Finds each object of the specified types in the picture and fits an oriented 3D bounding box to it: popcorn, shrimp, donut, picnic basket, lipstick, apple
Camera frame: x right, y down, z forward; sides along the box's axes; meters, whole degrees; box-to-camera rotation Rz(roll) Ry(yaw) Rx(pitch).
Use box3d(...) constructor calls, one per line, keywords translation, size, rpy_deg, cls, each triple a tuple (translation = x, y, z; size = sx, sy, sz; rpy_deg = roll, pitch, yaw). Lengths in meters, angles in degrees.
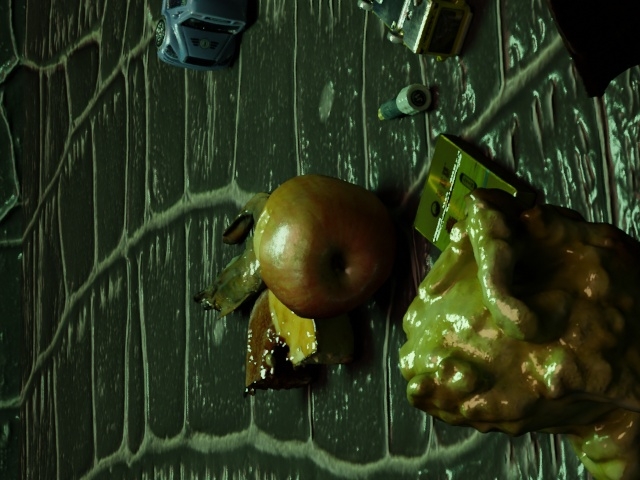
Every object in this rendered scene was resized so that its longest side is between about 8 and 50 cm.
box3d(translation=(0.204, 0.085, 1.417), size=(0.237, 0.293, 0.293), rpy_deg=(-62, 30, 5), cls="popcorn")
box3d(translation=(-0.122, 0.018, 2.319), size=(0.253, 0.058, 0.173), rpy_deg=(-34, 47, 54), cls="shrimp")
box3d(translation=(-0.025, 0.127, 2.059), size=(0.217, 0.085, 0.141), rpy_deg=(-28, 60, 59), cls="donut")
box3d(translation=(0.251, -0.268, 1.363), size=(0.129, 0.297, 0.223), rpy_deg=(-19, 69, 14), cls="picnic basket")
box3d(translation=(0.099, -0.170, 1.919), size=(0.116, 0.037, 0.037), rpy_deg=(167, 106, -67), cls="lipstick")
box3d(translation=(0.000, 0.000, 1.928), size=(0.199, 0.199, 0.199), rpy_deg=(-20, 68, 62), cls="apple")

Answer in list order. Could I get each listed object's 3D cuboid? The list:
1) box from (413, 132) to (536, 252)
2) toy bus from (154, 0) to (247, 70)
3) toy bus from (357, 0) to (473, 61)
box3d(translation=(0.173, -0.034, 1.746), size=(0.193, 0.030, 0.121), rpy_deg=(45, 125, 57), cls="box")
box3d(translation=(-0.174, -0.419, 2.421), size=(0.133, 0.125, 0.292), rpy_deg=(4, 88, 64), cls="toy bus")
box3d(translation=(0.103, -0.298, 1.885), size=(0.226, 0.074, 0.081), rpy_deg=(53, 131, 55), cls="toy bus")
